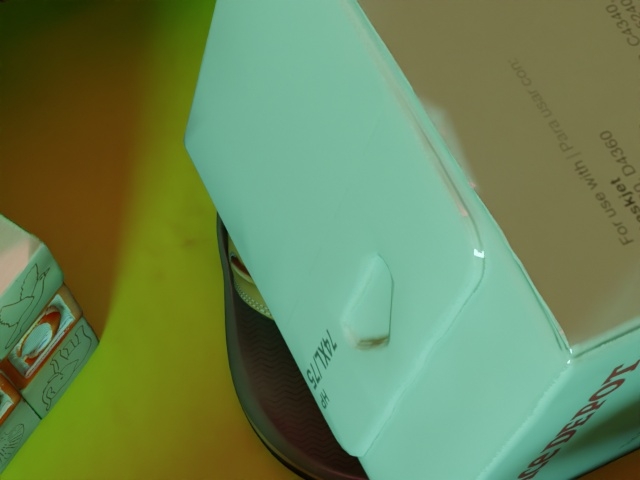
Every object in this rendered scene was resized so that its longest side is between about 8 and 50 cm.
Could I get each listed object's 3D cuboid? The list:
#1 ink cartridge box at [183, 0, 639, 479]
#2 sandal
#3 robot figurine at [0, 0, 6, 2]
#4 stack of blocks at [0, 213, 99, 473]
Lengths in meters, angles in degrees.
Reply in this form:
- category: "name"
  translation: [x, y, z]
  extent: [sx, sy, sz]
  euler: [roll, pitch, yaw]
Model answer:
- category: "ink cartridge box"
  translation: [0.119, -0.048, 0.626]
  extent: [0.270, 0.198, 0.197]
  euler: [-22, 70, -21]
- category: "sandal"
  translation: [0.000, 0.000, 0.723]
  extent: [0.090, 0.060, 0.219]
  euler: [-7, 70, 1]
- category: "robot figurine"
  translation: [-0.114, -0.143, 0.718]
  extent: [0.291, 0.211, 0.085]
  euler: [-24, 106, -12]
- category: "stack of blocks"
  translation: [-0.242, -0.029, 0.691]
  extent: [0.297, 0.171, 0.087]
  euler: [33, 76, 13]
